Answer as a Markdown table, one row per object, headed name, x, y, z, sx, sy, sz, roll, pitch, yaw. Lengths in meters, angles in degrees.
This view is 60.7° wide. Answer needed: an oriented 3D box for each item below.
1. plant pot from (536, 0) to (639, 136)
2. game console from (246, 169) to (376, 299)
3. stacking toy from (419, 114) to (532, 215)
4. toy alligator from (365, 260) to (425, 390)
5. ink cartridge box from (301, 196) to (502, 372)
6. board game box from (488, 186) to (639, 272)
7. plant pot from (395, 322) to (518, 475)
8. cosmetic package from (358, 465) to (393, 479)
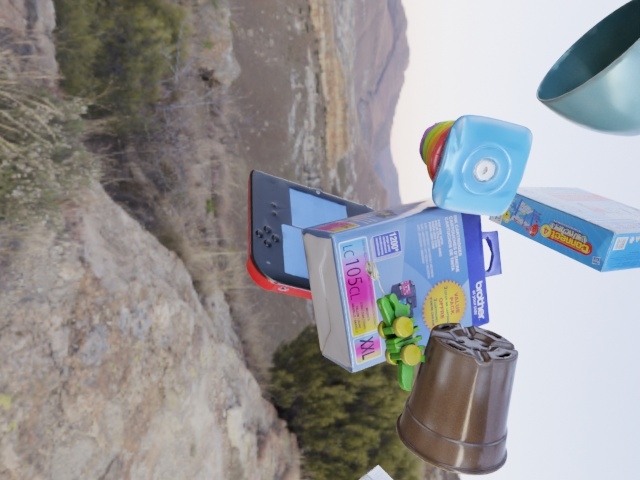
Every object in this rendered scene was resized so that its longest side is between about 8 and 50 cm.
| name | x | y | z | sx | sy | sz | roll | pitch | yaw |
| --- | --- | --- | --- | --- | --- | --- | --- | --- | --- |
| plant pot | 0.632 | -0.332 | 1.129 | 0.195 | 0.290 | 0.290 | 41 | 18 | -11 |
| game console | 0.000 | 0.000 | 1.348 | 0.060 | 0.386 | 0.342 | -46 | -143 | 44 |
| stacking toy | 0.261 | -0.181 | 1.083 | 0.302 | 0.165 | 0.175 | -112 | -147 | -64 |
| toy alligator | 0.113 | 0.115 | 0.778 | 0.056 | 0.051 | 0.190 | -28 | -105 | 64 |
| ink cartridge box | 0.182 | 0.064 | 1.096 | 0.151 | 0.395 | 0.270 | 15 | -63 | 62 |
| board game box | 0.603 | -0.038 | 1.236 | 0.302 | 0.308 | 0.086 | 37 | -57 | 52 |
| plant pot | 0.206 | 0.220 | 0.800 | 0.167 | 0.166 | 0.165 | -72 | 170 | -75 |
| cosmetic package | 0.139 | 0.476 | 0.864 | 0.231 | 0.085 | 0.117 | 42 | 1 | 22 |
